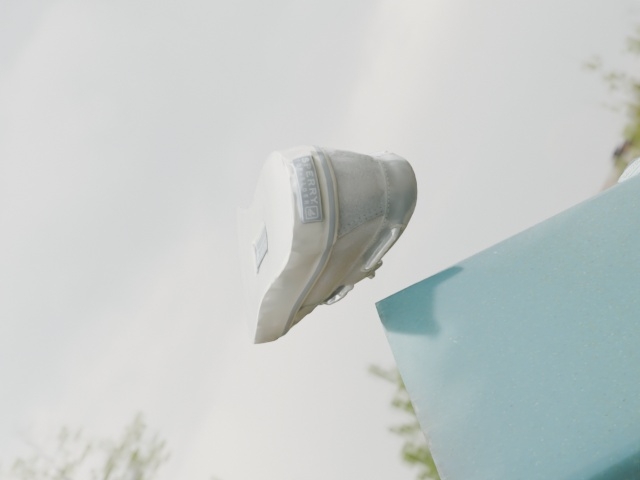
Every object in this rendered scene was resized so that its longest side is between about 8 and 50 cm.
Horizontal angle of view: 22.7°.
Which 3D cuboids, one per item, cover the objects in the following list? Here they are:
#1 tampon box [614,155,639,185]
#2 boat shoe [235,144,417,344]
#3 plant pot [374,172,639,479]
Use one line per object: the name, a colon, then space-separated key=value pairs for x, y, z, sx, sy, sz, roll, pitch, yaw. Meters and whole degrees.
tampon box: x=0.238 y=-0.009 z=0.865 sx=0.161 sy=0.101 sz=0.120 roll=-29 pitch=12 yaw=40
boat shoe: x=0.000 y=0.000 z=0.695 sx=0.184 sy=0.063 sz=0.066 roll=114 pitch=150 yaw=-67
plant pot: x=0.170 y=0.057 z=0.539 sx=0.234 sy=0.165 sz=0.166 roll=-31 pitch=24 yaw=5
